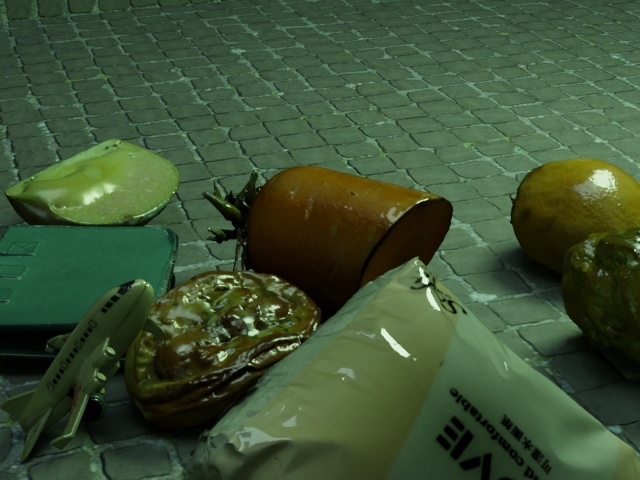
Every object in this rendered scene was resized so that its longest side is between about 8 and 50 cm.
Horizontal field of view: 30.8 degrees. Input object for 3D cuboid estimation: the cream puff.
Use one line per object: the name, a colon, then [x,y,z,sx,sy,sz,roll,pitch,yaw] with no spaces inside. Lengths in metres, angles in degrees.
cream puff: [0.429,0.062,1.483,0.244,0.196,0.244,1,25,-1]

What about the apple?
apple: [-0.343,-0.056,1.844,0.193,0.120,0.265,27,37,23]

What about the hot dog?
hot dog: [-0.120,0.130,1.441,0.272,0.122,0.196,-21,42,-40]

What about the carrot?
carrot: [0.000,0.000,1.631,0.331,0.214,0.193,18,5,28]

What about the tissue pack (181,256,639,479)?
tissue pack: [0.099,0.229,1.041,0.375,0.195,0.390,43,48,2]

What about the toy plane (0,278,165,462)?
toy plane: [-0.272,0.143,1.350,0.244,0.092,0.229,-44,28,7]

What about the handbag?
handbag: [-0.335,0.079,1.587,0.274,0.100,0.268,-1,29,0]

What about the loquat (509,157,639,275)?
loquat: [0.386,-0.036,1.728,0.234,0.176,0.187,18,15,28]
